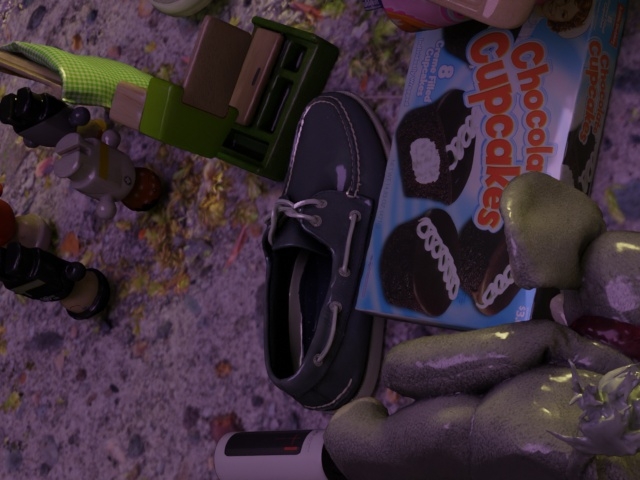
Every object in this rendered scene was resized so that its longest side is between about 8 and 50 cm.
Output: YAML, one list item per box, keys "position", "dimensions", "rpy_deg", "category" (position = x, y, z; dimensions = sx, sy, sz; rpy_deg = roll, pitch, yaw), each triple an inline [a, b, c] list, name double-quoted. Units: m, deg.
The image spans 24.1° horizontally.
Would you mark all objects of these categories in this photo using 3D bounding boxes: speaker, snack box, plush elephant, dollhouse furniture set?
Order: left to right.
- position: [-0.170, -0.190, 1.542]
  dimensions: [0.301, 0.197, 0.151]
  rpy_deg: [24, 94, 41]
  category: "dollhouse furniture set"
- position: [-0.033, 0.205, 1.406]
  dimensions: [0.136, 0.055, 0.055]
  rpy_deg: [-7, 73, 39]
  category: "speaker"
- position: [0.151, -0.078, 1.328]
  dimensions: [0.187, 0.060, 0.322]
  rpy_deg: [7, 82, 40]
  category: "snack box"
- position: [0.203, 0.100, 1.127]
  dimensions: [0.255, 0.272, 0.330]
  rpy_deg: [-53, -1, -35]
  category: "plush elephant"

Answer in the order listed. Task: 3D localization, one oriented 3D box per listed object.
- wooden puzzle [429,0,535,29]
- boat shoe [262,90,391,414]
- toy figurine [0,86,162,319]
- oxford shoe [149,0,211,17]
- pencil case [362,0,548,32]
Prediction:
- position: [0.104, -0.307, 1.212]
  dimensions: [0.238, 0.044, 0.221]
  rpy_deg: [27, 101, 28]
  category: "wooden puzzle"
- position: [0.000, 0.000, 1.407]
  dimensions: [0.116, 0.099, 0.320]
  rpy_deg: [-11, 70, 39]
  category: "boat shoe"
- position: [-0.289, -0.041, 1.644]
  dimensions: [0.213, 0.148, 0.210]
  rpy_deg: [35, 94, 43]
  category: "toy figurine"
- position: [-0.131, -0.468, 1.640]
  dimensions: [0.169, 0.130, 0.449]
  rpy_deg: [10, 85, 40]
  category: "oxford shoe"
- position: [0.173, -0.257, 1.248]
  dimensions: [0.284, 0.124, 0.124]
  rpy_deg: [-10, 71, 33]
  category: "pencil case"
